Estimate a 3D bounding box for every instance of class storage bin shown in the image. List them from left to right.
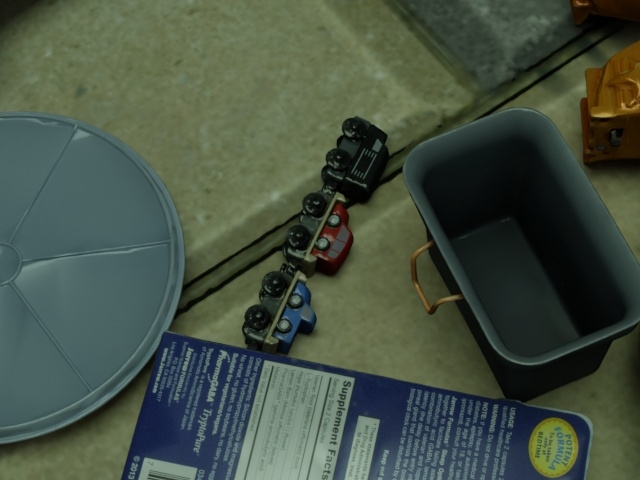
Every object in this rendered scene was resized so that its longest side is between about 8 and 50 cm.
[{"bbox_3d":[0.096,0.019,0.787,0.098,0.091,0.135,-22,62,-9],"label":"storage bin"}]

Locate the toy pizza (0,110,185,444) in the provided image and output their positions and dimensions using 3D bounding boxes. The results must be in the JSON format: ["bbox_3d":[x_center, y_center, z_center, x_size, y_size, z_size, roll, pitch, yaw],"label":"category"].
[{"bbox_3d":[-0.173,0.019,0.833,0.201,0.032,0.201,-1,63,3],"label":"toy pizza"}]

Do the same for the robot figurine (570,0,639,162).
[{"bbox_3d":[0.289,-0.117,0.856,0.291,0.085,0.211,0,62,3],"label":"robot figurine"}]

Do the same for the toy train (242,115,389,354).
[{"bbox_3d":[0.000,0.000,0.840,0.036,0.027,0.158,25,65,3],"label":"toy train"}]

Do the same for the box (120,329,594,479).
[{"bbox_3d":[0.014,0.131,0.760,0.225,0.036,0.136,10,63,7],"label":"box"}]
